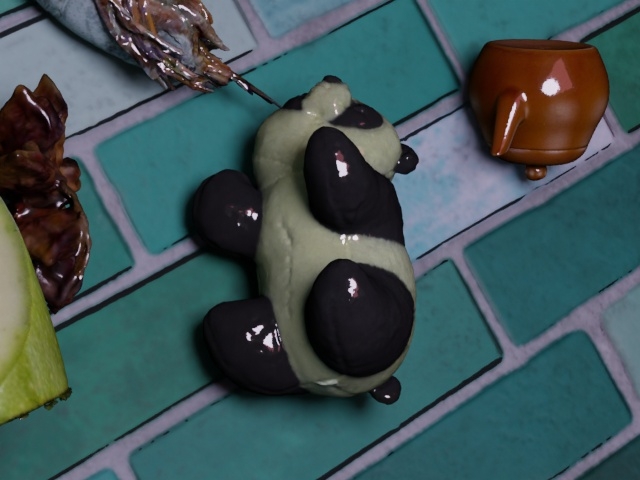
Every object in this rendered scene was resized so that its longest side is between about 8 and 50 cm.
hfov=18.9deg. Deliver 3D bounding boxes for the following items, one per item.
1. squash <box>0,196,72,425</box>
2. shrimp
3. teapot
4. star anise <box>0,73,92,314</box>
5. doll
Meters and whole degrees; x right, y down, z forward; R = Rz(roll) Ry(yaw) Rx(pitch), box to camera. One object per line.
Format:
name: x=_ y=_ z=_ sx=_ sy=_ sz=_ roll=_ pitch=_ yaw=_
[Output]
squash: x=-0.278 y=0.008 z=1.161 sx=0.189 sy=0.189 sz=0.260 roll=-22 pitch=92 yaw=-33
shrimp: x=-0.119 y=-0.158 z=1.368 sx=0.233 sy=0.079 sz=0.090 roll=34 pitch=24 yaw=-21
teapot: x=0.173 y=-0.101 z=1.509 sx=0.173 sy=0.116 sz=0.116 roll=-21 pitch=87 yaw=-59
star anise: x=-0.183 y=-0.030 z=1.258 sx=0.057 sy=0.168 sz=0.167 roll=-12 pitch=82 yaw=-7
doll: x=-0.001 y=0.002 z=1.361 sx=0.135 sy=0.144 sz=0.234 roll=10 pitch=69 yaw=-53
